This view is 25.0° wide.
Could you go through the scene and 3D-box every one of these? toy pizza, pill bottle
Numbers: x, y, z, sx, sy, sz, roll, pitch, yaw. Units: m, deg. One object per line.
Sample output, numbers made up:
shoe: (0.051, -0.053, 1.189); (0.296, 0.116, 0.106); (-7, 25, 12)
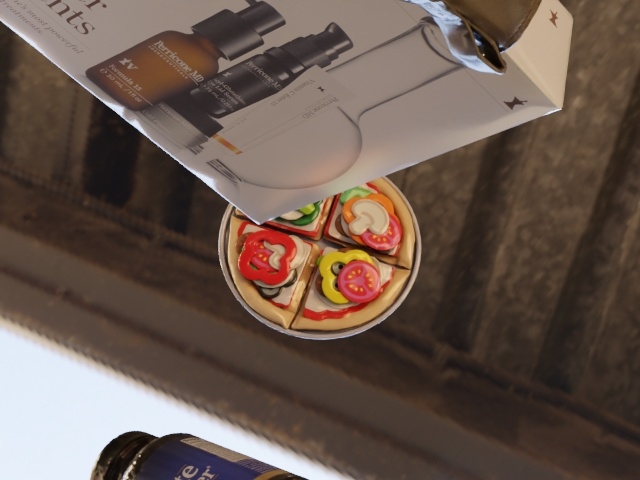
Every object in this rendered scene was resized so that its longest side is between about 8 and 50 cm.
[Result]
toy pizza: (0.000, 0.000, 1.421); (0.201, 0.201, 0.032); (31, -22, 11)
pill bottle: (-0.108, 0.247, 1.322); (0.219, 0.123, 0.123); (12, -62, 40)

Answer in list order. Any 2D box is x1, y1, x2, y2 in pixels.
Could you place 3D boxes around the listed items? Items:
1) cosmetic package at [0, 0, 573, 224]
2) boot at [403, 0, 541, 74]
cosmetic package: (-0.058, -0.180, 0.946); (0.284, 0.097, 0.377); (-22, -47, 37)
boot: (0.040, -0.220, 0.618); (0.091, 0.229, 0.263); (24, -79, 48)
